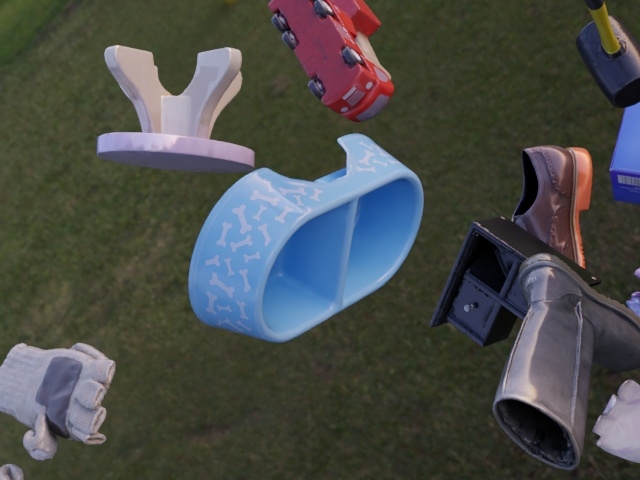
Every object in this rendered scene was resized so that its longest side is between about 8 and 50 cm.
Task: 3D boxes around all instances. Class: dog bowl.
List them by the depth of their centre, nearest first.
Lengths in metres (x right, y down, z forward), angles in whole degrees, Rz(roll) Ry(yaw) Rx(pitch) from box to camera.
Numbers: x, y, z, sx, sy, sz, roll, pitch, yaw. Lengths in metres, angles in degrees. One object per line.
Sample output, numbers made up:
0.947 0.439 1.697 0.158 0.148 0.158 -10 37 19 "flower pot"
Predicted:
0.000 0.000 1.045 0.074 0.166 0.297 26 33 30 "dog bowl"

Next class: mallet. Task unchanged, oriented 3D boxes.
0.175 -0.158 0.686 0.039 0.189 0.062 -30 53 13 "mallet"

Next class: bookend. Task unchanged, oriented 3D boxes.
0.237 0.077 1.313 0.156 0.072 0.157 38 121 32 "bookend"

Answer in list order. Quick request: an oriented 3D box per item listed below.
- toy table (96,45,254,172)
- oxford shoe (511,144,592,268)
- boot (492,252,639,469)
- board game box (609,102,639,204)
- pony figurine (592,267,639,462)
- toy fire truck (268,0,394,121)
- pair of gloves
-0.216 -0.195 1.604 0.252 0.274 0.161 -1 87 29 "toy table"
0.301 0.005 1.444 0.097 0.098 0.272 164 112 -77 "oxford shoe"
0.246 0.129 1.010 0.076 0.189 0.208 -47 17 34 "boot"
0.458 -0.127 0.941 0.347 0.078 0.233 11 75 22 "board game box"
0.537 0.176 1.417 0.303 0.351 0.363 -42 29 23 "pony figurine"
0.022 -0.167 0.925 0.047 0.135 0.192 -42 52 20 "toy fire truck"
-0.280 0.211 1.018 0.204 0.042 0.240 -5 60 45 "pair of gloves"
